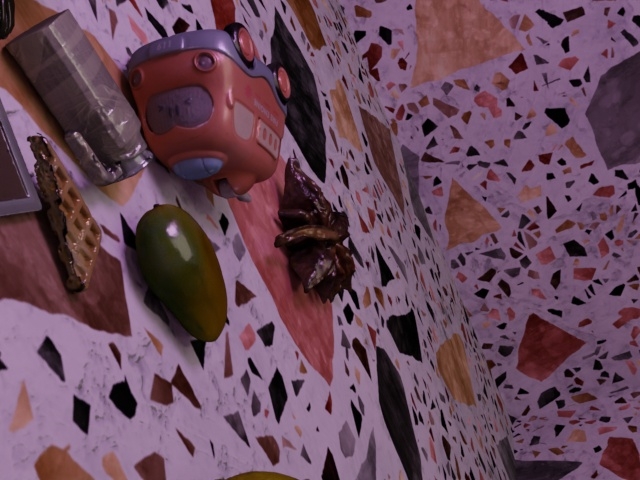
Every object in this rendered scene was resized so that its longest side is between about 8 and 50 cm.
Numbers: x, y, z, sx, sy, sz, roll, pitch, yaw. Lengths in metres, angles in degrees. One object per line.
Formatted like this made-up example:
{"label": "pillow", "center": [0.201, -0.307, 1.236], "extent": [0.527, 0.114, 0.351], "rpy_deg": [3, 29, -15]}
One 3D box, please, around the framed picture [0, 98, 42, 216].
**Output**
{"label": "framed picture", "center": [-0.372, -0.143, 0.721], "extent": [0.273, 0.016, 0.216], "rpy_deg": [70, 18, -1]}

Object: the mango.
{"label": "mango", "center": [-0.178, 0.039, 1.017], "extent": [0.122, 0.085, 0.191], "rpy_deg": [-102, 174, -54]}

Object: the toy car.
{"label": "toy car", "center": [-0.158, -0.177, 1.159], "extent": [0.270, 0.180, 0.213], "rpy_deg": [34, 49, -63]}

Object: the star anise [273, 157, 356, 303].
{"label": "star anise", "center": [-0.002, -0.001, 1.538], "extent": [0.349, 0.108, 0.292], "rpy_deg": [49, 23, -49]}

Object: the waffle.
{"label": "waffle", "center": [-0.278, -0.028, 0.831], "extent": [0.097, 0.023, 0.153], "rpy_deg": [-89, 165, -50]}

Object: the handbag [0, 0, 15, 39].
{"label": "handbag", "center": [-0.356, -0.262, 0.837], "extent": [0.072, 0.047, 0.111], "rpy_deg": [51, 24, -85]}

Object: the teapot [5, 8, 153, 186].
{"label": "teapot", "center": [-0.279, -0.155, 0.915], "extent": [0.200, 0.077, 0.107], "rpy_deg": [61, 24, -29]}

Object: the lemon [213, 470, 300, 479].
{"label": "lemon", "center": [-0.058, 0.358, 0.882], "extent": [0.248, 0.184, 0.184], "rpy_deg": [49, 24, -16]}
